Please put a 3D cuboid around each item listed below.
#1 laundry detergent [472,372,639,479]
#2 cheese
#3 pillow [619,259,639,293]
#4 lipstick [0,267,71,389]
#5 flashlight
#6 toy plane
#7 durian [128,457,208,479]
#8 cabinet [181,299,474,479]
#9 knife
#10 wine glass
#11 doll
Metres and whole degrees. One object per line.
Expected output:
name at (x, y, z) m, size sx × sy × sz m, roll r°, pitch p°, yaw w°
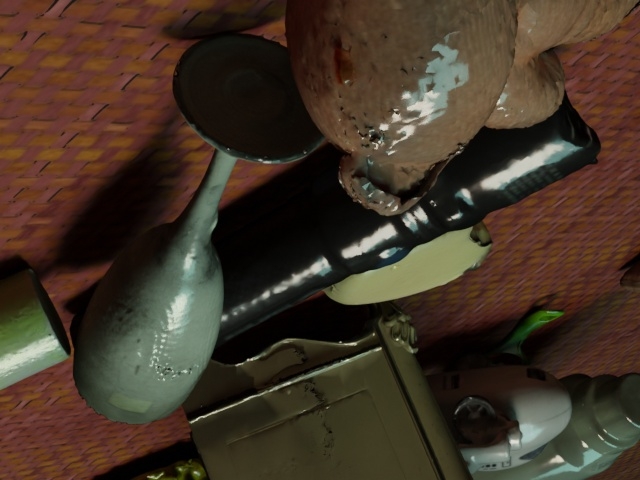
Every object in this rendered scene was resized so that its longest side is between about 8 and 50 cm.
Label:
laundry detergent at (0.220, 0.244, 2.034) m, size 0.264 × 0.125 × 0.398 m, roll -22°, pitch 173°, yaw -39°
cheese at (0.024, 0.022, 1.454) m, size 0.255 × 0.050 × 0.127 m, roll -17°, pitch 159°, yaw -23°
pillow at (0.454, 0.021, 1.841) m, size 0.236 × 0.084 × 0.223 m, roll -18°, pitch -168°, yaw -13°
lipstick at (-0.323, 0.110, 1.226) m, size 0.304 × 0.076 × 0.076 m, roll -24°, pitch 161°, yaw -3°
flashlight at (0.000, 0.000, 1.299) m, size 0.424 × 0.103 × 0.103 m, roll -29°, pitch 160°, yaw 15°
toy plane at (0.139, 0.193, 1.887) m, size 0.252 × 0.118 × 0.252 m, roll -12°, pitch -165°, yaw 3°
durian at (-0.120, 0.278, 1.891) m, size 0.169 × 0.158 × 0.352 m, roll 14°, pitch -177°, yaw 34°
cabinet at (0.027, 0.239, 1.624) m, size 0.227 × 0.318 × 0.290 m, roll -22°, pitch 160°, yaw -5°
knife at (0.218, 0.105, 1.948) m, size 0.078 × 0.022 × 0.166 m, roll -3°, pitch 154°, yaw -20°
wine glass at (-0.110, 0.064, 1.095) m, size 0.096 × 0.264 × 0.309 m, roll 25°, pitch 138°, yaw -4°
doll at (0.081, -0.152, 1.002) m, size 0.303 × 0.156 × 0.201 m, roll -32°, pitch 129°, yaw -45°
